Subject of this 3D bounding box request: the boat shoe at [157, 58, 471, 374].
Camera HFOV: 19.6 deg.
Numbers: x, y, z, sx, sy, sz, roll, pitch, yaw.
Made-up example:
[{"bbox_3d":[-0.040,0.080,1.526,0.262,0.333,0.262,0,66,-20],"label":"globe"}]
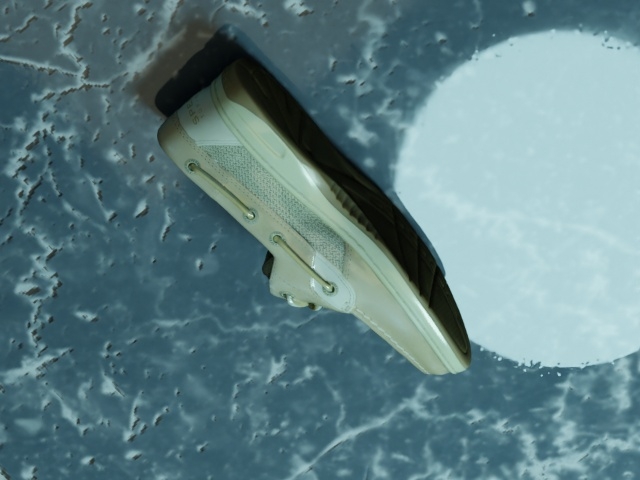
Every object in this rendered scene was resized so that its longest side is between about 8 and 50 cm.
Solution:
[{"bbox_3d":[0.000,0.000,1.419,0.098,0.109,0.302,-36,109,18],"label":"boat shoe"}]
